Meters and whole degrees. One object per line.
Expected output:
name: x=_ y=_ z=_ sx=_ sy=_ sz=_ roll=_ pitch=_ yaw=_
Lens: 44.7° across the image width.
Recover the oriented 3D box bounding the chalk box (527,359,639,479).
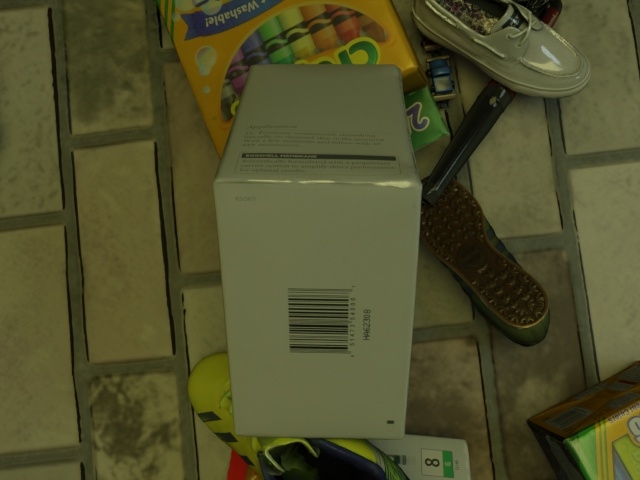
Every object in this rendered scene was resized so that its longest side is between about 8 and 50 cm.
chalk box: x=0.304 y=0.231 z=0.687 sx=0.132 sy=0.132 sz=0.213 roll=-29 pitch=85 yaw=-2

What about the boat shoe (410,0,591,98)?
boat shoe: x=0.171 y=-0.197 z=0.730 sx=0.184 sy=0.063 sz=0.066 roll=35 pitch=81 yaw=10

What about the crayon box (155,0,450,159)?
crayon box: x=-0.035 y=-0.208 z=0.745 sx=0.203 sy=0.083 sz=0.323 roll=-25 pitch=84 yaw=13

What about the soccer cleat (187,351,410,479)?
soccer cleat: x=-0.029 y=0.165 z=0.656 sx=0.289 sy=0.121 sz=0.093 roll=31 pitch=83 yaw=40

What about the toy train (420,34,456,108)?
toy train: x=0.114 y=-0.212 z=0.788 sx=0.027 sy=0.036 sz=0.158 roll=-9 pitch=83 yaw=0

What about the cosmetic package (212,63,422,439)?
cosmetic package: x=0.000 y=0.000 z=0.630 sx=0.138 sy=0.225 sz=0.224 roll=1 pitch=121 yaw=2

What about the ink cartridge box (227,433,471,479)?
ink cartridge box: x=0.020 y=0.249 z=0.676 sx=0.224 sy=0.056 sz=0.181 roll=6 pitch=39 yaw=1

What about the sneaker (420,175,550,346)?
sneaker: x=0.152 y=0.026 z=0.745 sx=0.064 sy=0.086 sz=0.192 roll=-34 pitch=53 yaw=1

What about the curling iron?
curling iron: x=0.165 y=-0.153 z=0.773 sx=0.068 sy=0.035 sz=0.274 roll=26 pitch=80 yaw=8
